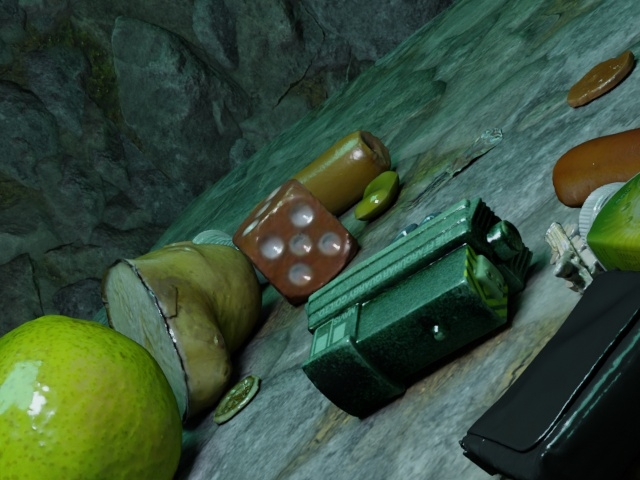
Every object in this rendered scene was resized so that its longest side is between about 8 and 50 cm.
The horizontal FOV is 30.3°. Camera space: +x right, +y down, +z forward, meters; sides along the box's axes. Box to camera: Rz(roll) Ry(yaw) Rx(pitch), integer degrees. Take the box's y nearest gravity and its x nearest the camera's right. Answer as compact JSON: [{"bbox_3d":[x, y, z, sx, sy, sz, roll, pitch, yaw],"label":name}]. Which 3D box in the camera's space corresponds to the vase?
[{"bbox_3d":[-0.186,0.041,2.605,0.143,0.143,0.299,-47,16,-19],"label":"vase"}]

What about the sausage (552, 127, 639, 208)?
[{"bbox_3d":[0.377,-0.092,1.384,0.089,0.083,0.300,-36,9,-27],"label":"sausage"}]

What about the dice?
[{"bbox_3d":[-0.050,0.004,2.201,0.179,0.175,0.174,-47,13,-1],"label":"dice"}]

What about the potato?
[{"bbox_3d":[-0.215,0.131,2.192,0.296,0.290,0.397,-19,21,-28],"label":"potato"}]

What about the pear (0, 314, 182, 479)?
[{"bbox_3d":[-0.399,0.313,1.830,0.391,0.391,0.391,-41,13,11],"label":"pear"}]

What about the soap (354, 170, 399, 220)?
[{"bbox_3d":[0.111,-0.085,2.284,0.089,0.045,0.140,-33,15,29],"label":"soap"}]

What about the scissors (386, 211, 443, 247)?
[{"bbox_3d":[0.097,0.057,1.865,0.289,0.041,0.138,-47,11,-34],"label":"scissors"}]

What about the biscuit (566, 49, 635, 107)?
[{"bbox_3d":[0.442,-0.253,1.869,0.130,0.019,0.102,-25,23,54],"label":"biscuit"}]

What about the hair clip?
[{"bbox_3d":[0.293,0.020,1.366,0.062,0.056,0.214,-57,0,15],"label":"hair clip"}]

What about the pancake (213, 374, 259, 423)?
[{"bbox_3d":[-0.140,0.264,1.972,0.108,0.017,0.108,-37,15,12],"label":"pancake"}]

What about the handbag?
[{"bbox_3d":[0.252,0.128,1.074,0.247,0.080,0.223,-48,6,-10],"label":"handbag"}]

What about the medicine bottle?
[{"bbox_3d":[0.348,-0.015,1.209,0.132,0.088,0.188,-46,13,-9],"label":"medicine bottle"}]

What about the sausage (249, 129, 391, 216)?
[{"bbox_3d":[-0.009,-0.095,2.499,0.354,0.134,0.116,-37,51,26],"label":"sausage"}]

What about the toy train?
[{"bbox_3d":[0.117,0.093,1.500,0.330,0.138,0.178,-33,25,29],"label":"toy train"}]

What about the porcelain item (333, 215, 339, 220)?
[{"bbox_3d":[0.000,0.000,2.408,0.136,0.021,0.075,-48,17,-18],"label":"porcelain item"}]

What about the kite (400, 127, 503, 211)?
[{"bbox_3d":[0.234,-0.127,2.123,0.229,0.016,0.127,-38,10,8],"label":"kite"}]
